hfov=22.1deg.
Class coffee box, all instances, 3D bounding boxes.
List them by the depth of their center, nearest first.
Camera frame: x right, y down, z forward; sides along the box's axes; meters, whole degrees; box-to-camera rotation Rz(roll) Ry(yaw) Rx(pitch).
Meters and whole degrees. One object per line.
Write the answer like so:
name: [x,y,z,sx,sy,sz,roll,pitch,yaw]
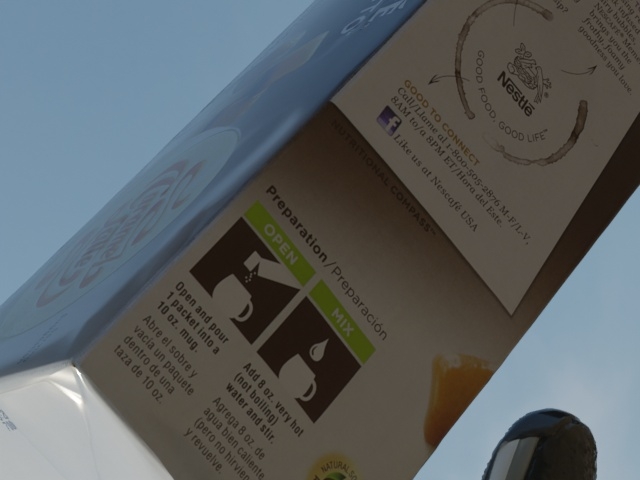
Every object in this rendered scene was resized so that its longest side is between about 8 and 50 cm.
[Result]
coffee box: [0.000,0.000,0.528,0.098,0.141,0.246,52,-122,-15]

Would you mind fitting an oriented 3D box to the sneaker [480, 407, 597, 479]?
sneaker: [0.117,0.181,0.636,0.086,0.132,0.228,42,-123,-55]
